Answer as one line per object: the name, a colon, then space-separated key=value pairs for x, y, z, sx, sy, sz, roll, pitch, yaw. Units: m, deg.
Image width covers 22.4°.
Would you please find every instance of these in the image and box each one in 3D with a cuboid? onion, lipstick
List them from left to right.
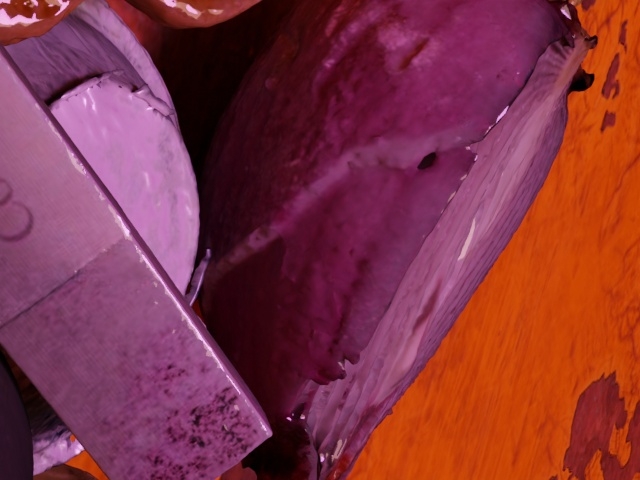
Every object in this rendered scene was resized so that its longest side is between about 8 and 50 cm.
lipstick: x=-0.133 y=-0.039 z=0.596 sx=0.066 sy=0.068 sz=0.317 roll=-36 pitch=108 yaw=-4
onion: x=0.000 y=0.000 z=0.867 sx=0.349 sy=0.159 sz=0.267 roll=-58 pitch=164 yaw=-8

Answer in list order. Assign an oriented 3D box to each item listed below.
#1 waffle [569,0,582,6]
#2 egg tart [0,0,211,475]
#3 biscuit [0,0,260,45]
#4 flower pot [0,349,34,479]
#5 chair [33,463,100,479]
waffle: x=0.125 y=-0.140 z=1.107 sx=0.191 sy=0.038 sz=0.191 roll=-28 pitch=125 yaw=-49
egg tart: x=-0.123 y=-0.008 z=0.717 sx=0.234 sy=0.094 sz=0.234 roll=-7 pitch=99 yaw=-55
biscuit: x=-0.095 y=-0.246 z=0.673 sx=0.205 sy=0.049 sz=0.324 roll=-8 pitch=100 yaw=-38
flower pot: x=-0.206 y=0.092 z=0.560 sx=0.166 sy=0.269 sz=0.269 roll=-51 pitch=147 yaw=-69
chair: x=-0.138 y=0.216 z=0.764 sx=0.158 sy=0.172 sz=0.247 roll=-40 pitch=141 yaw=-40
